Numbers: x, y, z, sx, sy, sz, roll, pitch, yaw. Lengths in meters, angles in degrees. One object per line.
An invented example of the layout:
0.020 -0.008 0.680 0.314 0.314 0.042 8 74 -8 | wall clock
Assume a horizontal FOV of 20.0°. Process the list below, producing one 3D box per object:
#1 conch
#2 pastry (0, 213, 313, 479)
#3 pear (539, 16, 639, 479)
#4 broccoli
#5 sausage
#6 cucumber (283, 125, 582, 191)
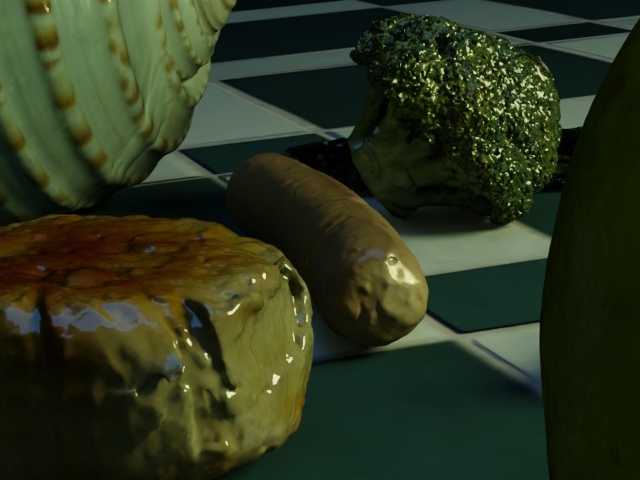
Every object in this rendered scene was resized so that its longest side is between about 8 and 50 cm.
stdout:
-0.210 -0.110 1.248 0.319 0.215 0.303 -35 4 8 | conch
-0.100 0.047 0.783 0.192 0.093 0.182 1 17 14 | pastry
0.201 0.025 0.439 0.287 0.287 0.375 1 3 20 | pear
0.084 -0.082 1.179 0.138 0.162 0.146 -33 -1 10 | broccoli
0.002 -0.001 1.027 0.066 0.065 0.301 -7 15 -12 | sausage
0.090 -0.056 1.271 0.257 0.043 0.044 -2 8 12 | cucumber
